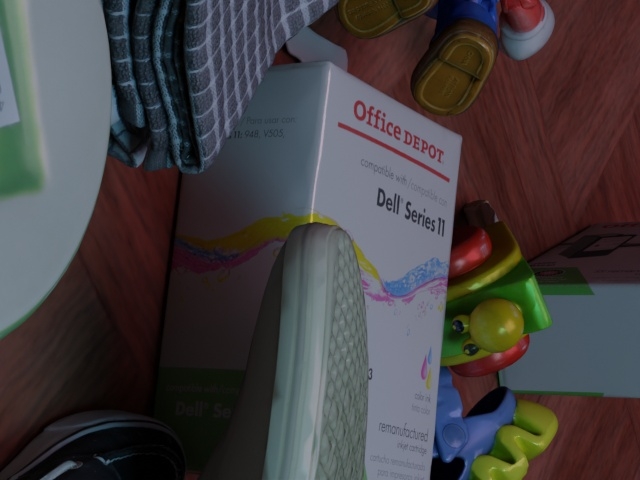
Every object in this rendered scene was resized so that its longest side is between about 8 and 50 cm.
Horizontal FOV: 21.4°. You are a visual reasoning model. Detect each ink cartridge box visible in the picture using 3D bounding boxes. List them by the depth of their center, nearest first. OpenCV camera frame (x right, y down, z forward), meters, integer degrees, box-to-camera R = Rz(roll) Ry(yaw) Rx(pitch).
[{"bbox_3d":[0.000,0.000,1.221,0.207,0.119,0.354,21,72,-56],"label":"ink cartridge box"},{"bbox_3d":[0.315,0.061,1.669,0.273,0.198,0.115,-25,110,-57],"label":"ink cartridge box"}]

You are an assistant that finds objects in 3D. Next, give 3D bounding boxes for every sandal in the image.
[{"bbox_3d":[0.055,0.208,1.344,0.138,0.126,0.317,44,51,-3],"label":"sandal"}]

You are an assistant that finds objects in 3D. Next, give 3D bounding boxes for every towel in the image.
[{"bbox_3d":[-0.070,-0.204,1.027,0.284,0.121,0.235,85,23,-46],"label":"towel"}]

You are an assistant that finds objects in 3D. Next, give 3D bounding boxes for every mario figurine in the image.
[{"bbox_3d":[0.093,-0.211,1.365,0.320,0.170,0.198,-63,148,-54],"label":"mario figurine"}]

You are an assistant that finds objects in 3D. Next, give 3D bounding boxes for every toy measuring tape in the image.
[{"bbox_3d":[0.113,0.034,1.406,0.330,0.121,0.121,-99,180,-76],"label":"toy measuring tape"}]

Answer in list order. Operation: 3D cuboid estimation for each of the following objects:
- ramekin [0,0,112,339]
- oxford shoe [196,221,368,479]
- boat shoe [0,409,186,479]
[{"bbox_3d":[-0.234,-0.076,0.805,0.303,0.148,0.303,0,90,-59],"label":"ramekin"},{"bbox_3d":[-0.052,0.208,1.017,0.169,0.130,0.449,-19,119,-73],"label":"oxford shoe"},{"bbox_3d":[-0.153,0.176,0.984,0.301,0.102,0.108,-18,105,-57],"label":"boat shoe"}]
